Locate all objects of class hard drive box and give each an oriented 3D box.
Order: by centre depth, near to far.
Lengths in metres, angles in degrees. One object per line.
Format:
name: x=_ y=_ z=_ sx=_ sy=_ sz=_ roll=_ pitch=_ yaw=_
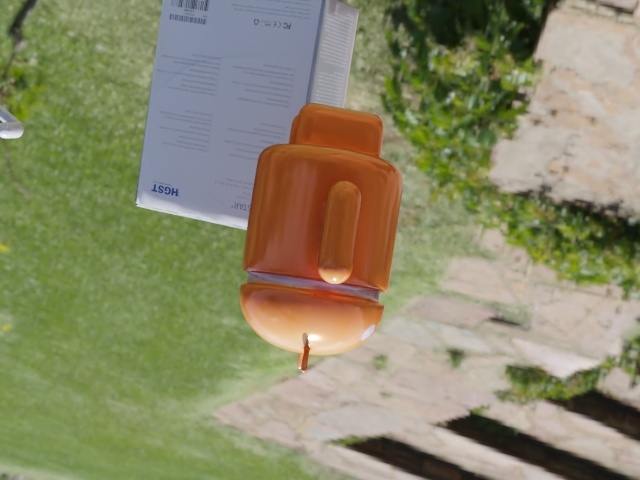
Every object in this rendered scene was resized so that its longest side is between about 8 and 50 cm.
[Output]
hard drive box: x=-0.075 y=-0.132 z=1.041 sx=0.181 sy=0.232 sz=0.089 roll=13 pitch=-173 yaw=22

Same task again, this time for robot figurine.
robot figurine: x=0.000 y=0.000 z=0.874 sx=0.158 sy=0.219 sz=0.128 roll=3 pitch=172 yaw=43

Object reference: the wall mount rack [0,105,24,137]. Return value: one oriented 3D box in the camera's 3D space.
wall mount rack: x=-0.363 y=-0.218 z=0.983 sx=0.130 sy=0.350 sz=0.304 roll=38 pitch=-163 yaw=20
